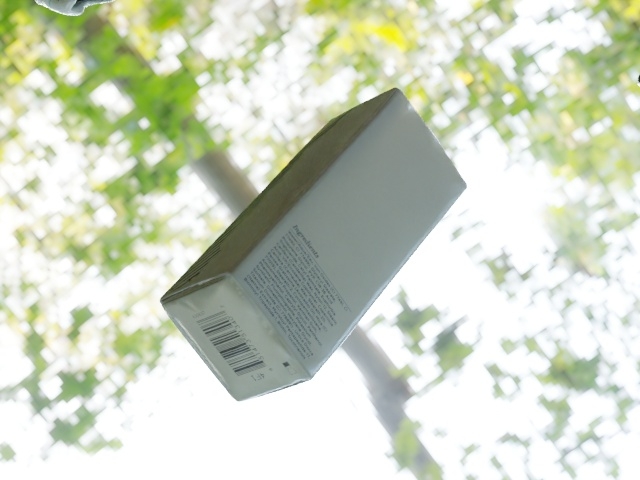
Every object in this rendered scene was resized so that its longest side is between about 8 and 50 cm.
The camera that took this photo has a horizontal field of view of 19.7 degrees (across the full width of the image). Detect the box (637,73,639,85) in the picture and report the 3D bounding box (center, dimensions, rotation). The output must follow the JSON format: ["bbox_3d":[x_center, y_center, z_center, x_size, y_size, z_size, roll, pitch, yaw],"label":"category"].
[{"bbox_3d":[0.373,-0.179,1.270,0.143,0.165,0.270,44,-68,51],"label":"box"}]

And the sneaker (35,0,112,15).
[{"bbox_3d":[-0.195,-0.255,1.736,0.152,0.053,0.061,-37,-133,-20],"label":"sneaker"}]

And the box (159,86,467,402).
[{"bbox_3d":[0.000,0.000,1.473,0.094,0.113,0.275,-23,-162,45],"label":"box"}]
